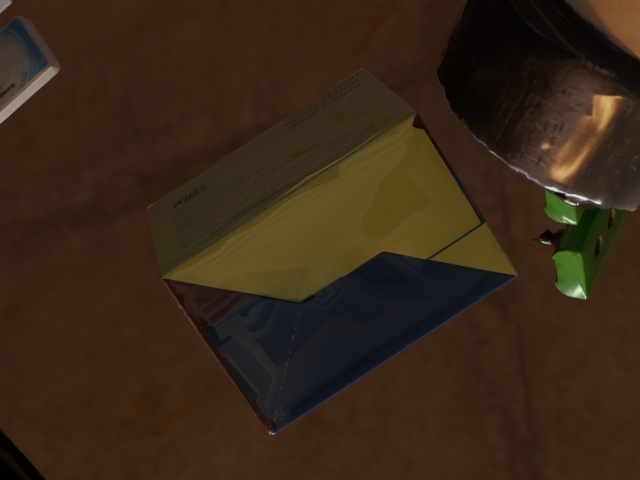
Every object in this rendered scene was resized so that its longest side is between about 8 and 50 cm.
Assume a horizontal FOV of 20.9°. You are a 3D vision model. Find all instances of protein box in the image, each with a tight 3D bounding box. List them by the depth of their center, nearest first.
[{"bbox_3d":[0.000,0.000,1.216,0.200,0.136,0.201,-33,-164,0],"label":"protein box"}]

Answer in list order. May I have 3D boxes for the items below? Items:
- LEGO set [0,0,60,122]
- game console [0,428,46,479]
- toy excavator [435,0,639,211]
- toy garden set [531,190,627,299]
[{"bbox_3d":[-0.301,-0.096,1.084,0.244,0.060,0.182,-40,-120,8],"label":"LEGO set"},{"bbox_3d":[-0.127,0.086,0.415,0.107,0.122,0.071,-14,-82,40],"label":"game console"},{"bbox_3d":[0.265,-0.125,0.692,0.433,0.445,0.222,54,-49,35],"label":"toy excavator"},{"bbox_3d":[0.165,-0.121,1.080,0.049,0.244,0.204,10,-132,25],"label":"toy garden set"}]
